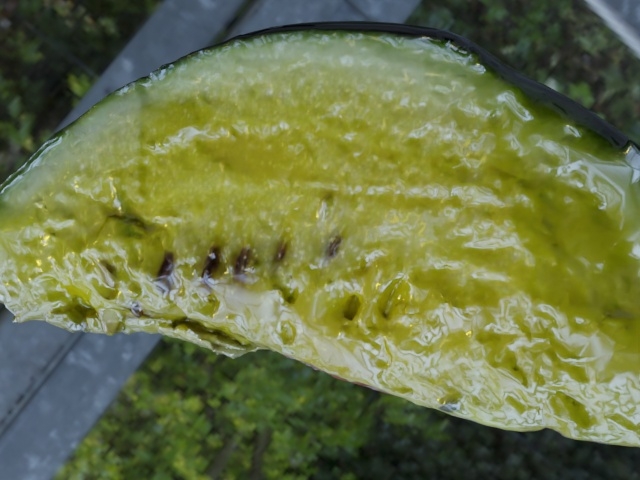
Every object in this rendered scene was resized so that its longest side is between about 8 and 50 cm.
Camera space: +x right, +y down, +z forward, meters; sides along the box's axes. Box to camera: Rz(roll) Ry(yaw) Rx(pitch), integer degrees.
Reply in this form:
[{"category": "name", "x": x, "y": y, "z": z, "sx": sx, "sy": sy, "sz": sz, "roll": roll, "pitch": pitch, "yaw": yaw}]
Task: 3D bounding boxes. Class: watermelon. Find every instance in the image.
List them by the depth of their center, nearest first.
[{"category": "watermelon", "x": 0.019, "y": -0.002, "z": 0.443, "sx": 0.301, "sy": 0.129, "sz": 0.123, "roll": 11, "pitch": 160, "yaw": 21}]

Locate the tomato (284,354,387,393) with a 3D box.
[{"category": "tomato", "x": 0.000, "y": 0.000, "z": 0.793, "sx": 0.200, "sy": 0.139, "sz": 0.233, "roll": 5, "pitch": 153, "yaw": 46}]
